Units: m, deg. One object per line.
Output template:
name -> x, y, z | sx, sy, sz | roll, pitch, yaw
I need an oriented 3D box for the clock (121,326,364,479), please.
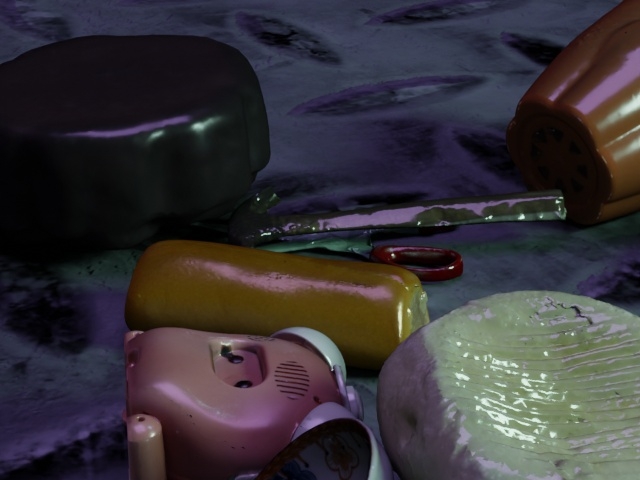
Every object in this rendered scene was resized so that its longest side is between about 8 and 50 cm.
clock -> -0.051, 0.110, 0.973 | 0.162, 0.092, 0.166 | -2, 25, -8

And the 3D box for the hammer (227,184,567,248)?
hammer -> 0.068, -0.019, 1.269 | 0.297, 0.027, 0.125 | -5, 30, -1

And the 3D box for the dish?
dish -> 0.007, 0.181, 0.843 | 0.141, 0.078, 0.141 | -42, 20, 19

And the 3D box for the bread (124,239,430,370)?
bread -> -0.031, 0.046, 1.126 | 0.239, 0.074, 0.092 | 6, 22, 14

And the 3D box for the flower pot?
flower pot -> 0.274, -0.106, 1.338 | 0.173, 0.190, 0.190 | -34, 39, -28

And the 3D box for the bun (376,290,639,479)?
bun -> 0.142, 0.130, 0.871 | 0.231, 0.133, 0.231 | 6, 34, -4

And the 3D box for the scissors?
scissors -> 0.000, 0.000, 1.286 | 0.248, 0.017, 0.144 | 0, 25, 4

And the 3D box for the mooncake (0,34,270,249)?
mooncake -> -0.184, -0.087, 1.325 | 0.283, 0.141, 0.283 | -5, 26, 3
